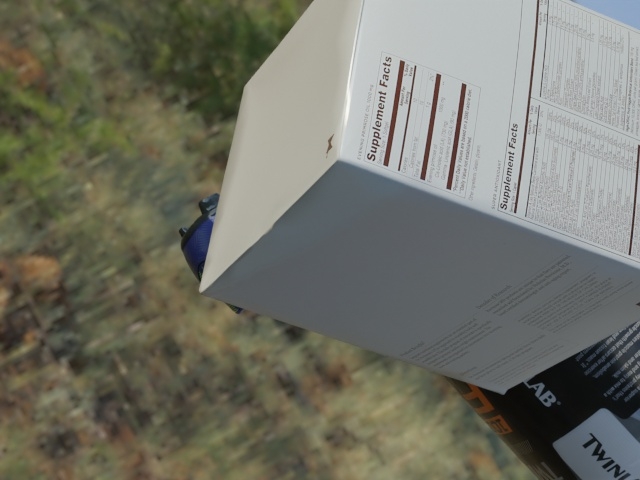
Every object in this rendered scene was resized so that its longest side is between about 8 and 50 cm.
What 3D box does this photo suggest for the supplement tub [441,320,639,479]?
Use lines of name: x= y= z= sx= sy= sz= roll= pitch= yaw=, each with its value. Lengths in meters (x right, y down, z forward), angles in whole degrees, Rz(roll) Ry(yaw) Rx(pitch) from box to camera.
supplement tub: x=0.175 y=0.052 z=1.107 sx=0.316 sy=0.193 sz=0.193 roll=47 pitch=2 yaw=0

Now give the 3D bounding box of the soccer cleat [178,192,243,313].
soccer cleat: x=-0.001 y=0.001 z=1.424 sx=0.289 sy=0.093 sz=0.121 roll=-15 pitch=63 yaw=-42

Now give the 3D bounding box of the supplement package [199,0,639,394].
supplement package: x=0.070 y=-0.035 z=0.850 sx=0.194 sy=0.203 sz=0.149 roll=-41 pitch=-146 yaw=57
